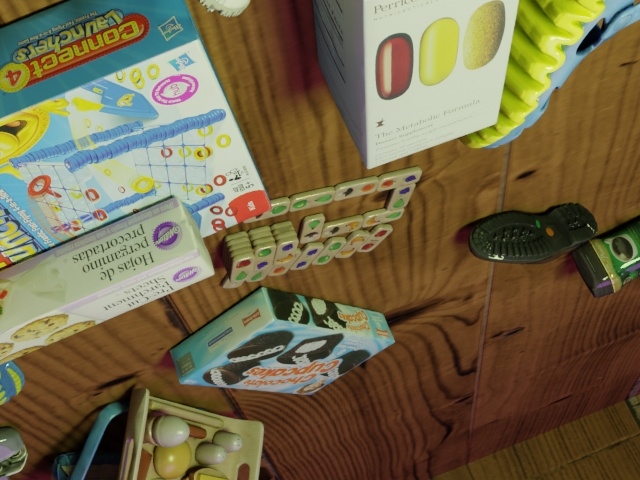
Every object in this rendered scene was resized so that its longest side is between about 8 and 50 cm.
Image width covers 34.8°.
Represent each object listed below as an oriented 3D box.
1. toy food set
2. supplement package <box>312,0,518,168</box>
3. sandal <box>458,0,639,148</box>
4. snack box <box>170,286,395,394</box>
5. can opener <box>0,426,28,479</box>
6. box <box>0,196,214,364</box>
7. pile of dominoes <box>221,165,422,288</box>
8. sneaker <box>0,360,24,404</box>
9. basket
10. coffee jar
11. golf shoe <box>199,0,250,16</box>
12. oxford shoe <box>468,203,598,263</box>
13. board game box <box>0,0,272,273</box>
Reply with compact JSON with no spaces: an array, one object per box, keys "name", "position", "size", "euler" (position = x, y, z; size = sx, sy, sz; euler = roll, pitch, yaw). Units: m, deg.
[{"name":"toy food set","position":[-0.197,0.366,1.593],"size":[0.092,0.220,0.306],"euler":[-6,158,33]},{"name":"supplement package","position":[0.074,-0.193,0.865],"size":[0.139,0.134,0.244],"euler":[-21,155,-6]},{"name":"sandal","position":[0.236,-0.203,1.003],"size":[0.138,0.126,0.317],"euler":[-8,153,-36]},{"name":"snack box","position":[-0.049,0.160,1.541],"size":[0.187,0.060,0.322],"euler":[-35,152,25]},{"name":"can opener","position":[-0.569,0.340,1.484],"size":[0.283,0.076,0.095],"euler":[-17,122,-10]},{"name":"box","position":[-0.263,0.058,0.958],"size":[0.324,0.063,0.067],"euler":[-23,156,0]},{"name":"pile of dominoes","position":[0.000,0.000,1.293],"size":[0.251,0.040,0.196],"euler":[-14,153,-17]},{"name":"sneaker","position":[-0.391,0.116,1.162],"size":[0.067,0.078,0.188],"euler":[-42,152,-33]},{"name":"basket","position":[-0.314,0.394,1.652],"size":[0.254,0.201,0.289],"euler":[21,103,-53]},{"name":"coffee jar","position":[0.515,0.019,1.687],"size":[0.184,0.096,0.079],"euler":[-25,152,7]},{"name":"golf shoe","position":[-0.082,-0.230,0.751],"size":[0.086,0.069,0.176],"euler":[-35,154,11]},{"name":"oxford shoe","position":[0.301,0.008,1.509],"size":[0.227,0.083,0.096],"euler":[-4,153,-32]},{"name":"board game box","position":[-0.222,-0.070,0.920],"size":[0.302,0.086,0.308],"euler":[-23,155,-1]}]
